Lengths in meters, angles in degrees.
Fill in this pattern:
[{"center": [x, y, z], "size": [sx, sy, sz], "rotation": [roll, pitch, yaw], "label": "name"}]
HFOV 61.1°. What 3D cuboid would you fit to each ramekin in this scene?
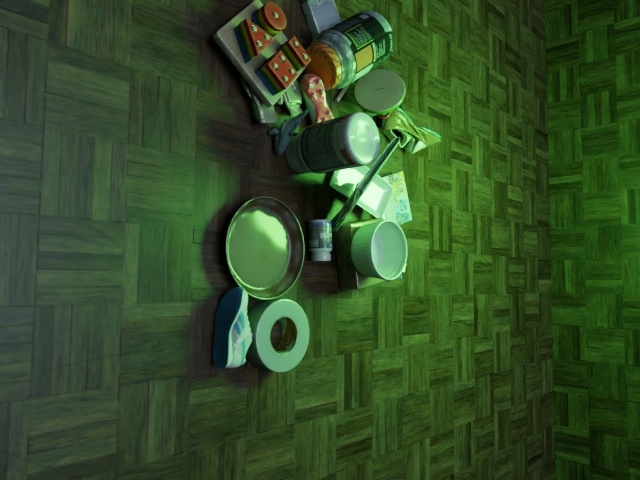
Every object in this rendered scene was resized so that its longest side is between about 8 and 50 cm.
[{"center": [0.196, 0.034, 1.862], "size": [0.207, 0.109, 0.207], "rotation": [5, 84, -47], "label": "ramekin"}]

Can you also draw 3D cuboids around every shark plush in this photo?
[{"center": [-0.087, -0.343, 1.696], "size": [0.073, 0.161, 0.067], "rotation": [32, 26, -51], "label": "shark plush"}]

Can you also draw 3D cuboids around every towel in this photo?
[{"center": [0.135, -0.176, 1.768], "size": [0.038, 0.325, 0.248], "rotation": [36, 65, 2], "label": "towel"}]

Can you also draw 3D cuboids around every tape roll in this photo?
[{"center": [-0.134, 0.287, 1.651], "size": [0.219, 0.072, 0.219], "rotation": [3, 86, -47], "label": "tape roll"}]

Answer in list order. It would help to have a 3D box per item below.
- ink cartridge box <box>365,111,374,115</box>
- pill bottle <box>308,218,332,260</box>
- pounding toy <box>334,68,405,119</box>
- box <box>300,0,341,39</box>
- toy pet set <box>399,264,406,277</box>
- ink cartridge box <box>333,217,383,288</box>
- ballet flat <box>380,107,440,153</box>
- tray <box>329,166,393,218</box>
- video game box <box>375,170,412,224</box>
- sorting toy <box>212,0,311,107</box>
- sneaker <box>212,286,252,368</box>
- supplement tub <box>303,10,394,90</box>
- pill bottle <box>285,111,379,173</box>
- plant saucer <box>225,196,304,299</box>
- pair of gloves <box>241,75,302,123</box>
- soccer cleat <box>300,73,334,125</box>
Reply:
[{"center": [0.223, -0.546, 2.069], "size": [0.052, 0.089, 0.122], "rotation": [14, 77, -52], "label": "ink cartridge box"}, {"center": [0.000, 0.000, 1.807], "size": [0.078, 0.078, 0.137], "rotation": [-1, 88, -47], "label": "pill bottle"}, {"center": [0.193, -0.523, 1.981], "size": [0.110, 0.237, 0.183], "rotation": [68, 42, -66], "label": "pounding toy"}, {"center": [0.001, -0.803, 1.889], "size": [0.145, 0.038, 0.186], "rotation": [-37, 113, -41], "label": "box"}, {"center": [0.275, 0.093, 2.124], "size": [0.114, 0.065, 0.122], "rotation": [19, 67, -8], "label": "toy pet set"}, {"center": [0.148, 0.045, 1.954], "size": [0.193, 0.088, 0.234], "rotation": [-10, 94, -48], "label": "ink cartridge box"}, {"center": [0.359, -0.430, 2.207], "size": [0.342, 0.116, 0.124], "rotation": [19, 94, -44], "label": "ballet flat"}, {"center": [0.148, -0.197, 1.978], "size": [0.270, 0.030, 0.145], "rotation": [31, 72, -31], "label": "tray"}, {"center": [0.276, -0.156, 2.132], "size": [0.187, 0.048, 0.205], "rotation": [-20, 102, -42], "label": "video game box"}, {"center": [-0.153, -0.580, 1.629], "size": [0.255, 0.089, 0.257], "rotation": [50, 46, -23], "label": "sorting toy"}, {"center": [-0.242, 0.246, 1.539], "size": [0.092, 0.087, 0.228], "rotation": [15, 84, -52], "label": "sneaker"}, {"center": [0.092, -0.645, 1.852], "size": [0.316, 0.194, 0.193], "rotation": [-40, 116, -34], "label": "supplement tub"}, {"center": [0.031, -0.298, 1.709], "size": [0.161, 0.283, 0.161], "rotation": [4, 84, -46], "label": "pill bottle"}, {"center": [-0.173, 0.024, 1.643], "size": [0.311, 0.050, 0.310], "rotation": [5, 83, -46], "label": "plant saucer"}, {"center": [-0.151, -0.475, 1.705], "size": [0.240, 0.042, 0.204], "rotation": [-32, 105, -49], "label": "pair of gloves"}, {"center": [-0.012, -0.441, 1.827], "size": [0.083, 0.095, 0.248], "rotation": [-25, 125, -13], "label": "soccer cleat"}]
